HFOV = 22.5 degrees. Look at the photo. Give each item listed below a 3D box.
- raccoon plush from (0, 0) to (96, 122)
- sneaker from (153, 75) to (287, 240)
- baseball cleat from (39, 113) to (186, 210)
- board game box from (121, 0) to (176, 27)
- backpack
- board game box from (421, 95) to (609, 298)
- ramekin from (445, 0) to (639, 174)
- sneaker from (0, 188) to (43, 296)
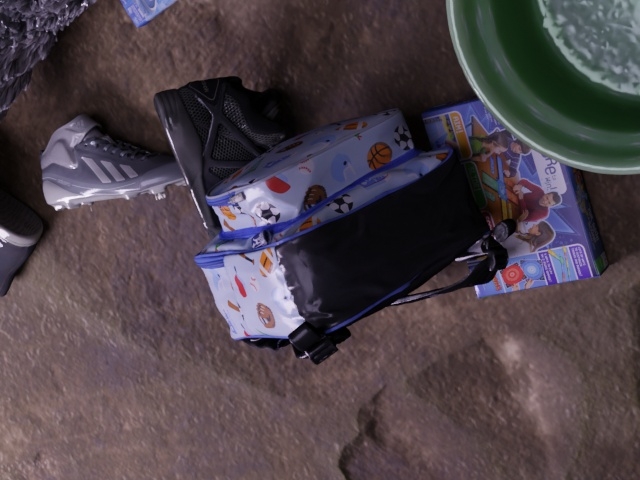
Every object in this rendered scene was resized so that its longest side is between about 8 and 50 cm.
[{"bbox_3d":[-0.322,-0.174,1.727,0.299,0.216,0.446,3,115,26],"label":"raccoon plush"},{"bbox_3d":[-0.083,-0.078,1.701,0.130,0.087,0.227,-20,124,-3],"label":"sneaker"},{"bbox_3d":[-0.231,-0.092,1.786,0.206,0.072,0.109,-10,95,25],"label":"baseball cleat"},{"bbox_3d":[-0.186,-0.289,1.721,0.090,0.020,0.090,-31,92,31],"label":"board game box"},{"bbox_3d":[0.000,0.000,1.591,0.263,0.276,0.213,-26,88,57],"label":"backpack"},{"bbox_3d":[0.194,-0.050,1.603,0.136,0.035,0.201,-11,102,30],"label":"board game box"},{"bbox_3d":[0.278,-0.223,1.431,0.303,0.148,0.303,9,111,24],"label":"ramekin"},{"bbox_3d":[-0.443,-0.029,1.909,0.222,0.083,0.118,38,121,9],"label":"sneaker"}]
